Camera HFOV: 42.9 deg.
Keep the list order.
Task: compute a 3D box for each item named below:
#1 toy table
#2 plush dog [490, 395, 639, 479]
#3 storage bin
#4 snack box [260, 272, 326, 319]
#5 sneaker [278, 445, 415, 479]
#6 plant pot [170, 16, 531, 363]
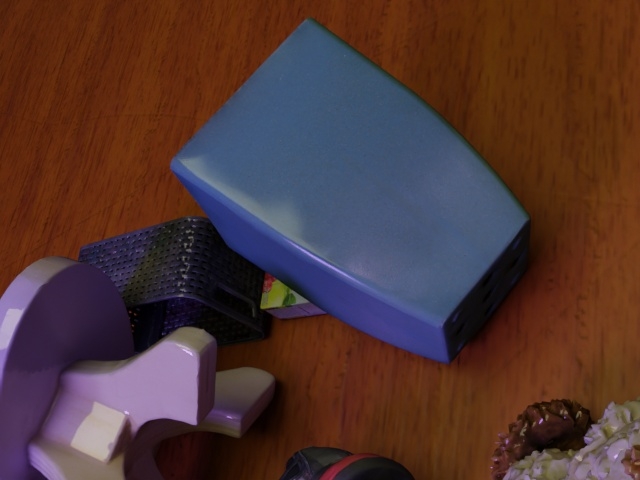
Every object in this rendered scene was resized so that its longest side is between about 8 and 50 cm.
[{"bbox_3d":[-0.164,0.160,0.673,0.161,0.274,0.252,17,42,20],"label":"toy table"},{"bbox_3d":[0.181,0.178,0.452,0.225,0.211,0.262,-46,38,46],"label":"plush dog"},{"bbox_3d":[-0.149,0.051,0.806,0.180,0.122,0.084,-14,58,32],"label":"storage bin"},{"bbox_3d":[0.000,0.000,0.776,0.100,0.037,0.141,-11,59,32],"label":"snack box"},{"bbox_3d":[-0.017,0.277,0.596,0.135,0.098,0.276,13,86,61],"label":"sneaker"},{"bbox_3d":[0.041,-0.023,0.650,0.234,0.165,0.165,36,78,24],"label":"plant pot"}]
